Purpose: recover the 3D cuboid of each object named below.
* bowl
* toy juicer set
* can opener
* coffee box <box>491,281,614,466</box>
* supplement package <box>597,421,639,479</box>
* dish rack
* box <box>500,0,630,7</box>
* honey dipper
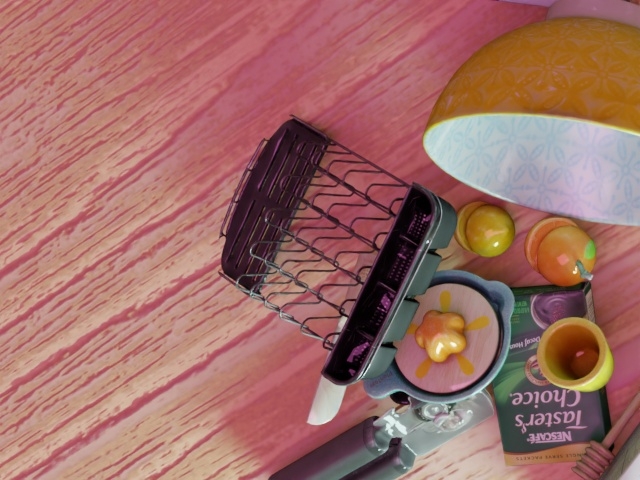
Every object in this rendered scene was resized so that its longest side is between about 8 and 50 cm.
[{"bbox_3d":[0.251,-0.133,1.738,0.289,0.289,0.156,9,76,14],"label":"bowl"},{"bbox_3d":[0.123,0.061,1.855,0.329,0.089,0.209,-9,70,23],"label":"toy juicer set"},{"bbox_3d":[0.062,0.202,1.973,0.283,0.095,0.076,-33,123,30],"label":"can opener"},{"bbox_3d":[0.231,0.137,1.911,0.113,0.040,0.184,-5,104,17],"label":"coffee box"},{"bbox_3d":[0.353,0.304,1.863,0.194,0.149,0.203,35,112,5],"label":"supplement package"},{"bbox_3d":[0.000,0.000,1.865,0.271,0.074,0.208,33,102,36],"label":"dish rack"},{"bbox_3d":[0.228,-0.284,1.776,0.137,0.072,0.126,9,107,15],"label":"box"},{"bbox_3d":[0.308,0.172,1.879,0.030,0.030,0.160,36,86,4],"label":"honey dipper"}]
